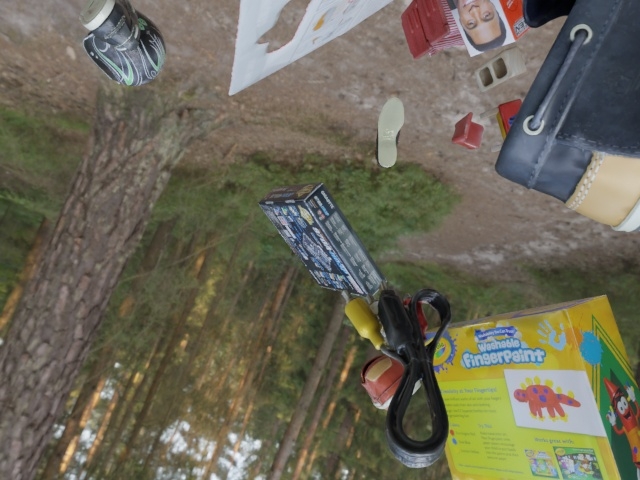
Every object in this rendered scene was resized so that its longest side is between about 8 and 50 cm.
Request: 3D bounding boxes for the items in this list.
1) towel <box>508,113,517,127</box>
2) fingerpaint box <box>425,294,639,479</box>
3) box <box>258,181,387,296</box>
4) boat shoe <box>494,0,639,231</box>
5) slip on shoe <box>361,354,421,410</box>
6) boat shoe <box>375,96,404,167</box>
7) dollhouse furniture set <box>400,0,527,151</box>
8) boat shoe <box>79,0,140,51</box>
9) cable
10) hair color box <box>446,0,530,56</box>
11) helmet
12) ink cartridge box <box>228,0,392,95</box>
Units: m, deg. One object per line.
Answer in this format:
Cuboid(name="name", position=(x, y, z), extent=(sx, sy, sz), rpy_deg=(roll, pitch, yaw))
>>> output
Cuboid(name="towel", position=(0.447, -0.101, 0.695), extent=(0.336, 0.040, 0.243), rpy_deg=(29, 171, -14))
Cuboid(name="fingerpaint box", position=(0.455, 0.348, 1.158), extent=(0.163, 0.371, 0.445), rpy_deg=(-8, 168, -33))
Cuboid(name="box", position=(0.000, 0.000, 0.936), extent=(0.220, 0.051, 0.175), rpy_deg=(55, 156, -21))
Cuboid(name="boat shoe", position=(0.272, -0.254, 0.462), extent=(0.156, 0.500, 0.187), rpy_deg=(14, 168, 18))
Cuboid(name="slip on shoe", position=(0.141, 0.293, 1.106), extent=(0.101, 0.123, 0.331), rpy_deg=(46, 175, 13))
Cuboid(name="boat shoe", position=(0.130, -0.207, 0.994), extent=(0.049, 0.133, 0.042), rpy_deg=(6, -172, -5))
Cuboid(name="dollhouse furniture set", position=(0.347, -0.377, 1.145), extent=(0.201, 0.374, 0.152), rpy_deg=(-20, -178, -18))
Cuboid(name="boat shoe", position=(-0.349, -0.377, 0.863), extent=(0.079, 0.084, 0.233), rpy_deg=(32, -163, -40))
Cuboid(name="cable", position=(0.115, 0.150, 0.642), extent=(0.140, 0.287, 0.072), rpy_deg=(2, 128, -10))
Cuboid(name="hair color box", position=(0.195, -0.308, 0.636), extent=(0.072, 0.043, 0.141), rpy_deg=(1, 129, 57))
Cuboid(name="helmet", position=(-0.441, -0.443, 1.199), extent=(0.169, 0.169, 0.161), rpy_deg=(5, 146, 45))
Cuboid(name="ink cartridge box", position=(0.074, -0.275, 0.397), extent=(0.091, 0.385, 0.308), rpy_deg=(57, 172, -9))
